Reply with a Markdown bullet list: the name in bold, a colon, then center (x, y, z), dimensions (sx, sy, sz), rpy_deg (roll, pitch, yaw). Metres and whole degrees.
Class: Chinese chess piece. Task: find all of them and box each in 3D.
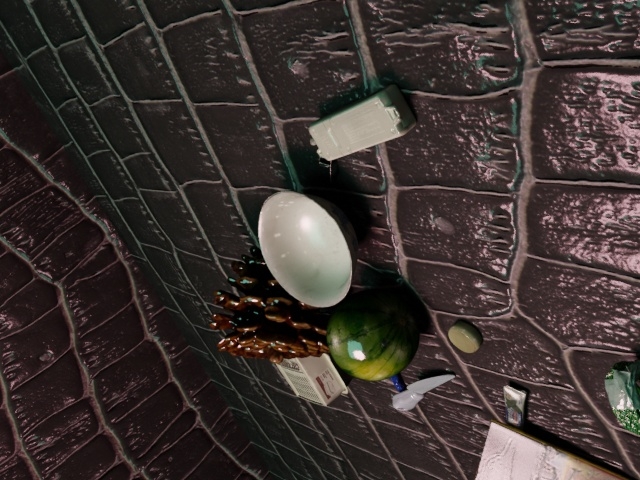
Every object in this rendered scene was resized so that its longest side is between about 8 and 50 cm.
- **Chinese chess piece**: center (0.352, 0.235, 1.671), dimensions (0.084, 0.034, 0.084), rpy_deg (35, 150, 23)

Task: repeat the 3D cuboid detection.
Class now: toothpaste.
- **toothpaste**: center (0.489, 0.444, 1.723), dimensions (0.060, 0.038, 0.233), rpy_deg (17, 137, 33)

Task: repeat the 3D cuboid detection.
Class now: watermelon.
- **watermelon**: center (0.135, 0.244, 1.779), dimensions (0.242, 0.242, 0.242), rpy_deg (35, 149, 26)

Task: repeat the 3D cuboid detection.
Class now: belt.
- **belt**: center (0.606, 0.289, 1.278), dimensions (0.151, 0.121, 0.079), rpy_deg (55, 154, 0)

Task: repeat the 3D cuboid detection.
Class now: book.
- **book**: center (0.553, 0.626, 1.665), dimensions (0.373, 0.028, 0.263), rpy_deg (19, 101, 34)

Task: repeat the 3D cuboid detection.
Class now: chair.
- **chair**: center (0.018, -0.184, 1.641), dimensions (0.042, 0.037, 0.086), rpy_deg (19, 137, 25)

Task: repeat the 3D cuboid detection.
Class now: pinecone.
- **pinecone**: center (-0.128, 0.187, 1.993), dimensions (0.397, 0.397, 0.398), rpy_deg (35, 149, 26)

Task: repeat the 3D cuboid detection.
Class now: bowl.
- **bowl**: center (0.000, 0.000, 1.749), dimensions (0.313, 0.146, 0.314), rpy_deg (23, 127, 35)

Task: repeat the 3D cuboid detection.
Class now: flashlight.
- **flashlight**: center (0.223, 0.409, 2.067), dimensions (0.121, 0.057, 0.035), rpy_deg (58, -173, -29)

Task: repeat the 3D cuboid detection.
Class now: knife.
- **knife**: center (0.283, 0.427, 1.969), dimensions (0.080, 0.044, 0.331), rpy_deg (13, 150, -10)

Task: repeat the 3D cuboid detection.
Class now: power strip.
- **power strip**: center (0.076, -0.243, 1.467), dimensions (0.098, 0.058, 0.338), rpy_deg (57, 151, -14)

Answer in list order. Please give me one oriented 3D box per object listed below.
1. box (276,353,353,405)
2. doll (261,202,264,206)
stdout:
- **box**: center (-0.035, 0.391, 2.271), dimensions (0.220, 0.166, 0.291), rpy_deg (0, 125, 55)
- **doll**: center (-0.077, -0.050, 1.912), dimensions (0.165, 0.057, 0.139), rpy_deg (0, 112, 34)
